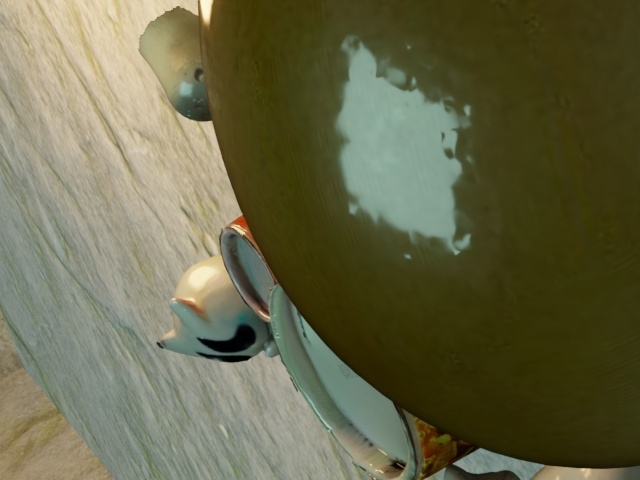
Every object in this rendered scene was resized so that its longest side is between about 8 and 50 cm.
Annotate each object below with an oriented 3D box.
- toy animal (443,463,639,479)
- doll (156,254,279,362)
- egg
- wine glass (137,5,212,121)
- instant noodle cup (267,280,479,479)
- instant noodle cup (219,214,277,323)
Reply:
[{"bbox_3d":[0.186,0.156,0.732,0.127,0.193,0.178,61,165,-5],"label":"toy animal"},{"bbox_3d":[-0.052,0.039,1.093,0.107,0.181,0.110,37,149,17],"label":"doll"},{"bbox_3d":[0.094,-0.074,0.516,0.282,0.283,0.351,6,118,62],"label":"egg"},{"bbox_3d":[-0.079,-0.115,1.073,0.195,0.079,0.079,52,156,16],"label":"wine glass"},{"bbox_3d":[0.076,0.055,0.839,0.213,0.174,0.213,46,154,30],"label":"instant noodle cup"},{"bbox_3d":[-0.001,-0.002,0.977,0.127,0.136,0.127,45,152,32],"label":"instant noodle cup"}]
